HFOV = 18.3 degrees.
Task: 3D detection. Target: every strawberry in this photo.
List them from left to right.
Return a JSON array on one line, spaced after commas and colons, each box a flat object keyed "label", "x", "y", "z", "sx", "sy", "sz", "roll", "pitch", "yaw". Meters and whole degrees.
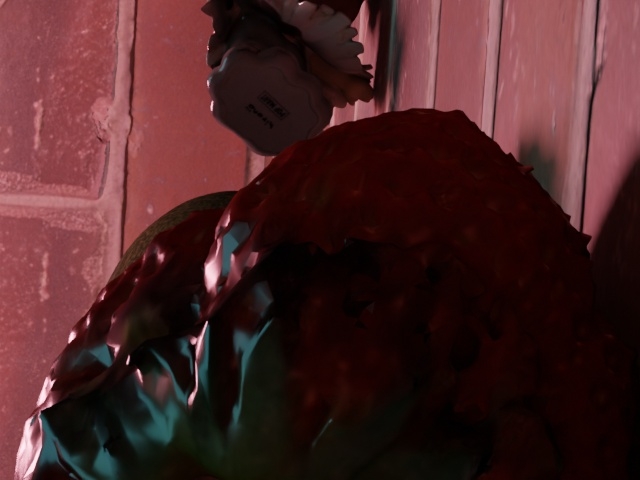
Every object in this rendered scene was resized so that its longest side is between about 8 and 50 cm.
[{"label": "strawberry", "x": 0.020, "y": 0.084, "z": 0.812, "sx": 0.238, "sy": 0.250, "sz": 0.288, "roll": 61, "pitch": -162, "yaw": 2}]

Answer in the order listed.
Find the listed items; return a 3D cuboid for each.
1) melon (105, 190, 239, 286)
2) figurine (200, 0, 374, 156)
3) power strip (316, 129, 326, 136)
[{"label": "melon", "x": -0.056, "y": 0.105, "z": 1.439, "sx": 0.237, "sy": 0.237, "sz": 0.301, "roll": 100, "pitch": 173, "yaw": -55}, {"label": "figurine", "x": -0.038, "y": -0.218, "z": 1.785, "sx": 0.166, "sy": 0.207, "sz": 0.387, "roll": -40, "pitch": 25, "yaw": 25}, {"label": "power strip", "x": 0.000, "y": 0.000, "z": 1.921, "sx": 0.167, "sy": 0.054, "sz": 0.253, "roll": 99, "pitch": 173, "yaw": -57}]
